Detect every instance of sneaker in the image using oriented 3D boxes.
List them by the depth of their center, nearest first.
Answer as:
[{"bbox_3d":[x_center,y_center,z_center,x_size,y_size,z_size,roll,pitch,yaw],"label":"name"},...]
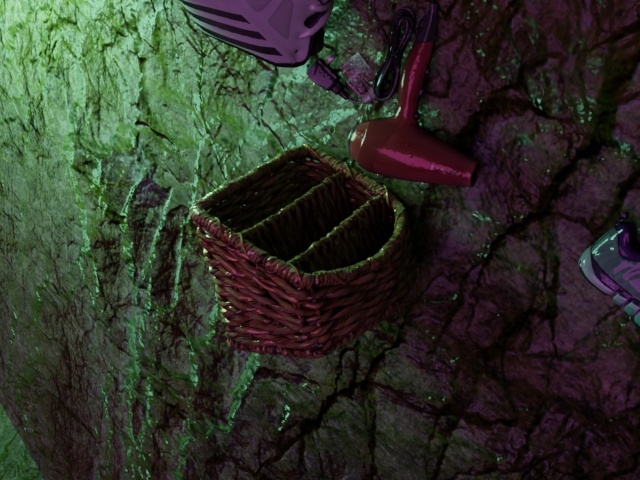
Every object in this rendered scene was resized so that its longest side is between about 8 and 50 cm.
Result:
[{"bbox_3d":[0.432,0.066,0.953,0.223,0.083,0.098,41,125,14],"label":"sneaker"},{"bbox_3d":[0.012,-0.383,1.011,0.447,0.169,0.257,-11,143,17],"label":"sneaker"}]

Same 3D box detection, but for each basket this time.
[{"bbox_3d":[0.000,0.000,1.089,0.213,0.299,0.223,1,112,36],"label":"basket"}]

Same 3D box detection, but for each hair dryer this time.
[{"bbox_3d":[0.113,-0.185,1.063,0.223,0.080,0.294,-37,88,41],"label":"hair dryer"}]
